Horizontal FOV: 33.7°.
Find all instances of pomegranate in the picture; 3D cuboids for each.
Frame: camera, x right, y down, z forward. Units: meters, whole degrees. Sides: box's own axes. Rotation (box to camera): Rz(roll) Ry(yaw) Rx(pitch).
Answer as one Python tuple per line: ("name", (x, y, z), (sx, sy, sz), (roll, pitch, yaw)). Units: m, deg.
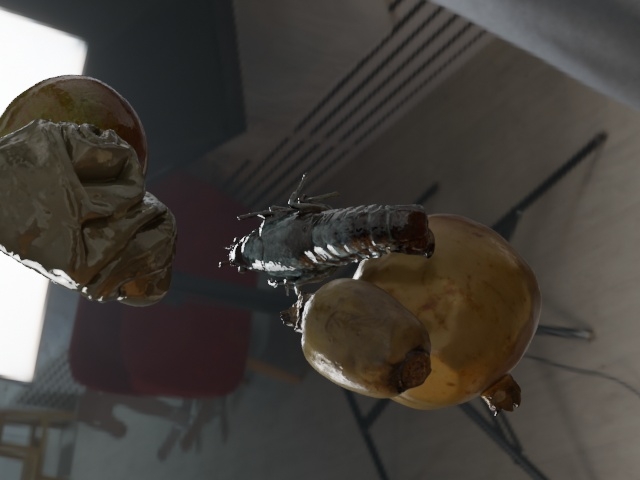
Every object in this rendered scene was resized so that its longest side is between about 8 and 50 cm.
("pomegranate", (0.203, 0.134, 1.700), (0.342, 0.342, 0.342), (-42, 41, 53))

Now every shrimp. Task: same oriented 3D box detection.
("shrimp", (-0.005, 0.000, 1.654), (0.410, 0.166, 0.221), (-12, 79, 54))

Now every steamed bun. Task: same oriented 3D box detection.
("steamed bun", (-0.229, -0.040, 1.023), (0.144, 0.218, 0.211), (-59, -8, 4))

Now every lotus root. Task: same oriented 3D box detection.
("lotus root", (0.037, 0.112, 1.291), (0.221, 0.118, 0.125), (27, 62, 32))

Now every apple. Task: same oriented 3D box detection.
("apple", (-0.303, -0.097, 1.281), (0.196, 0.196, 0.196), (-42, 41, 53))
